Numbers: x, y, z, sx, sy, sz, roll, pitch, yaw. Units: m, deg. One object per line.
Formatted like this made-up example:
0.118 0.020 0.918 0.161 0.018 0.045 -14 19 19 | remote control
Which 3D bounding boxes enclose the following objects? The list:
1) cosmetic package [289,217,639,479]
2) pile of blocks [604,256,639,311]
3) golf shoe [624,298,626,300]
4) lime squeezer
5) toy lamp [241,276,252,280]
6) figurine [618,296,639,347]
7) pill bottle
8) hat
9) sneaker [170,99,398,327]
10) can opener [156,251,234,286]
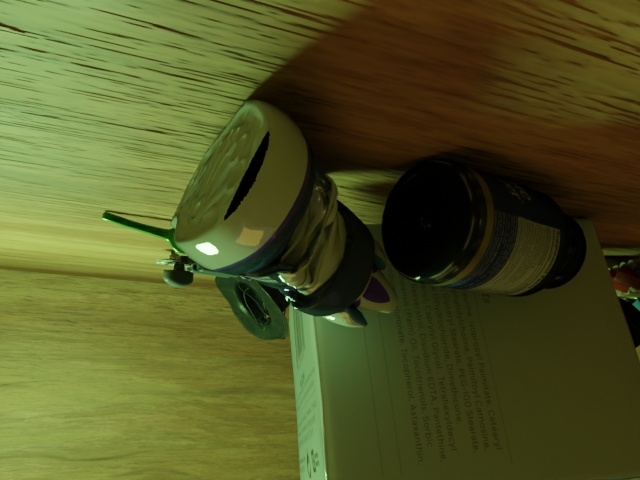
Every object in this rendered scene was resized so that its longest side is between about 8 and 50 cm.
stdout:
0.169 0.183 0.771 0.394 0.327 0.329 -2 154 -8 | cosmetic package
0.564 0.088 0.916 0.113 0.148 0.362 5 172 -7 | pile of blocks
0.777 0.114 1.330 0.176 0.069 0.086 -4 148 28 | golf shoe
-0.220 -0.004 0.970 0.311 0.058 0.110 5 171 -2 | lime squeezer
-0.170 0.039 1.165 0.080 0.080 0.274 3 169 8 | toy lamp
0.473 0.103 0.991 0.092 0.209 0.215 -36 164 5 | figurine
0.181 -0.004 0.576 0.219 0.122 0.123 10 169 -36 | pill bottle
-0.196 0.182 1.818 0.134 0.331 0.331 -42 -160 -33 | hat
0.000 0.000 0.485 0.236 0.130 0.323 28 172 -18 | sneaker
-0.334 0.083 1.501 0.074 0.093 0.280 -3 174 33 | can opener
